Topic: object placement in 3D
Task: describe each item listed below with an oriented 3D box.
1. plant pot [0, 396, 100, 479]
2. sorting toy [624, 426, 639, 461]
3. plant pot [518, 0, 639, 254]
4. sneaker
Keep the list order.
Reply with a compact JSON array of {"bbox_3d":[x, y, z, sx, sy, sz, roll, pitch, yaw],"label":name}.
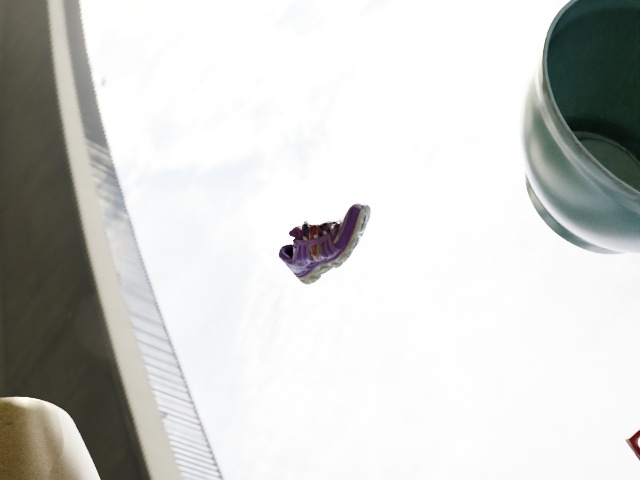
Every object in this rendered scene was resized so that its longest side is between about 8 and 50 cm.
[{"bbox_3d":[-0.268,0.273,0.791,0.237,0.237,0.254,-42,-140,26],"label":"plant pot"},{"bbox_3d":[0.406,0.173,0.888,0.274,0.132,0.046,-34,172,-18],"label":"sorting toy"},{"bbox_3d":[0.338,-0.102,1.002,0.196,0.293,0.293,114,-16,-58],"label":"plant pot"},{"bbox_3d":[0.000,0.000,1.150,0.170,0.071,0.068,-39,-162,46],"label":"sneaker"}]
